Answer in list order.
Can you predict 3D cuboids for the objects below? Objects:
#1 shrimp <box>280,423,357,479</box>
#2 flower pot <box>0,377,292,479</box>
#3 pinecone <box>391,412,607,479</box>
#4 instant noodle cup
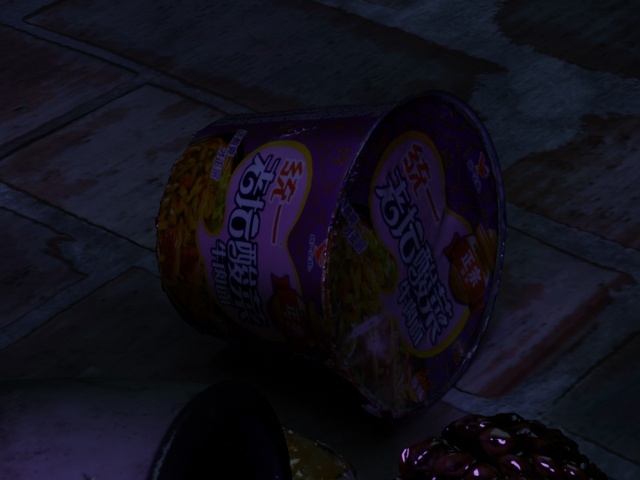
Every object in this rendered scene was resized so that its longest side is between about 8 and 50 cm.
[{"bbox_3d":[-0.101,0.228,1.912,0.317,0.062,0.164,25,45,34],"label":"shrimp"},{"bbox_3d":[-0.224,0.257,1.694,0.330,0.293,0.293,3,32,25],"label":"flower pot"},{"bbox_3d":[0.160,0.254,1.712,0.221,0.221,0.221,-3,32,2],"label":"pinecone"},{"bbox_3d":[0.000,0.000,2.044,0.266,0.339,0.340,8,33,35],"label":"instant noodle cup"}]
